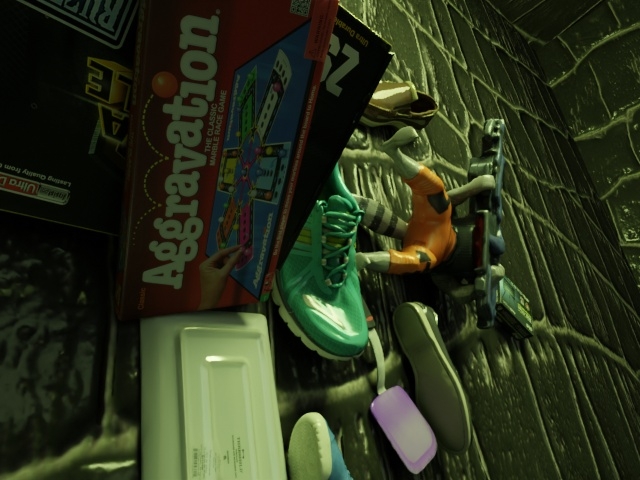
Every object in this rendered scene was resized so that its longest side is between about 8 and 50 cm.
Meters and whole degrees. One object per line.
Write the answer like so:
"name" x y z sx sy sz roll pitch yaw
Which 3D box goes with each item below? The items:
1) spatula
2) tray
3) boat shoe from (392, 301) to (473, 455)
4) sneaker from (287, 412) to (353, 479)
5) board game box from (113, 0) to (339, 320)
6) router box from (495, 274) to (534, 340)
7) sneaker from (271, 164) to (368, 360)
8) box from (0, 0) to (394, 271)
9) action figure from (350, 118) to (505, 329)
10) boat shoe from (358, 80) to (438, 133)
"spatula" 0.067 0.137 0.608 0.084 0.030 0.297 -9 73 -51
"tray" -0.081 0.186 0.414 0.145 0.030 0.271 13 57 -42
"boat shoe" 0.165 0.181 0.655 0.064 0.075 0.206 4 58 -43
"sneaker" 0.021 0.243 0.464 0.084 0.058 0.152 5 67 -40
"board game box" -0.082 -0.065 0.391 0.145 0.282 0.027 -3 29 -35
"router box" 0.373 0.127 0.948 0.122 0.038 0.092 40 43 -23
"sneaker" 0.000 0.000 0.553 0.107 0.110 0.276 2 63 -34
"box" -0.117 -0.123 0.401 0.321 0.257 0.079 17 16 -42
"action figure" 0.185 -0.048 0.754 0.330 0.178 0.342 26 69 -42
"boat shoe" 0.134 -0.267 0.892 0.257 0.095 0.095 -3 69 -49
